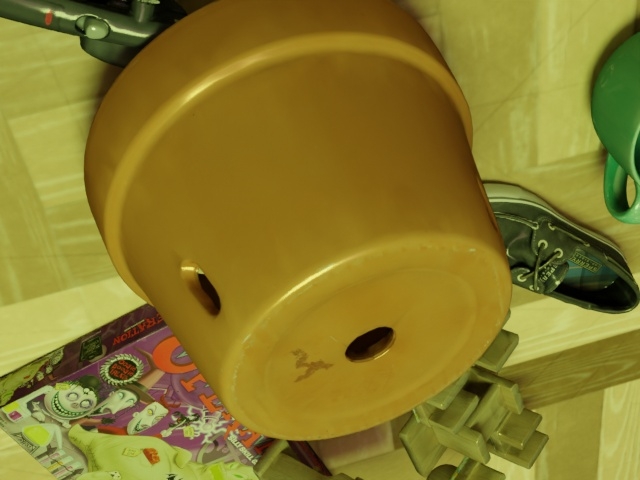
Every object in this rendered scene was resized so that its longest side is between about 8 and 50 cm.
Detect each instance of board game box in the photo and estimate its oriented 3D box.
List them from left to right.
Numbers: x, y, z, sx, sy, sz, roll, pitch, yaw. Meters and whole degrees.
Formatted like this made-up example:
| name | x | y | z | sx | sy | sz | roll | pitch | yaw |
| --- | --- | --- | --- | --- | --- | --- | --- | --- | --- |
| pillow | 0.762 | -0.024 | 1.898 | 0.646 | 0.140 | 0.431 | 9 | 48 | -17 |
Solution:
| name | x | y | z | sx | sy | sz | roll | pitch | yaw |
| --- | --- | --- | --- | --- | --- | --- | --- | --- | --- |
| board game box | -0.134 | 0.210 | 0.880 | 0.208 | 0.056 | 0.347 | -30 | 128 | 1 |

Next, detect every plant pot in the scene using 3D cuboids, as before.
| name | x | y | z | sx | sy | sz | roll | pitch | yaw |
| --- | --- | --- | --- | --- | --- | --- | --- | --- | --- |
| plant pot | 0.000 | 0.000 | 0.626 | 0.291 | 0.203 | 0.291 | -16 | 140 | -14 |

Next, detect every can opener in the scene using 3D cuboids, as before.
| name | x | y | z | sx | sy | sz | roll | pitch | yaw |
| --- | --- | --- | --- | --- | --- | --- | --- | --- | --- |
| can opener | -0.173 | -0.154 | 0.584 | 0.186 | 0.059 | 0.073 | 11 | 122 | -24 |

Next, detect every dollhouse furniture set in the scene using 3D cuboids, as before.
| name | x | y | z | sx | sy | sz | roll | pitch | yaw |
| --- | --- | --- | --- | --- | --- | --- | --- | --- | --- |
| dollhouse furniture set | 0.082 | 0.189 | 0.873 | 0.242 | 0.161 | 0.212 | -49 | 134 | -25 |

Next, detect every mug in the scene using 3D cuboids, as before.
| name | x | y | z | sx | sy | sz | roll | pitch | yaw |
| --- | --- | --- | --- | --- | --- | --- | --- | --- | --- |
| mug | 0.278 | -0.105 | 0.732 | 0.158 | 0.097 | 0.129 | -36 | 128 | 12 |

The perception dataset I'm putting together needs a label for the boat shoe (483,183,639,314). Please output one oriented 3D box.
| name | x | y | z | sx | sy | sz | roll | pitch | yaw |
| --- | --- | --- | --- | --- | --- | --- | --- | --- | --- |
| boat shoe | 0.205 | 0.018 | 0.816 | 0.228 | 0.076 | 0.080 | 23 | 117 | -30 |
